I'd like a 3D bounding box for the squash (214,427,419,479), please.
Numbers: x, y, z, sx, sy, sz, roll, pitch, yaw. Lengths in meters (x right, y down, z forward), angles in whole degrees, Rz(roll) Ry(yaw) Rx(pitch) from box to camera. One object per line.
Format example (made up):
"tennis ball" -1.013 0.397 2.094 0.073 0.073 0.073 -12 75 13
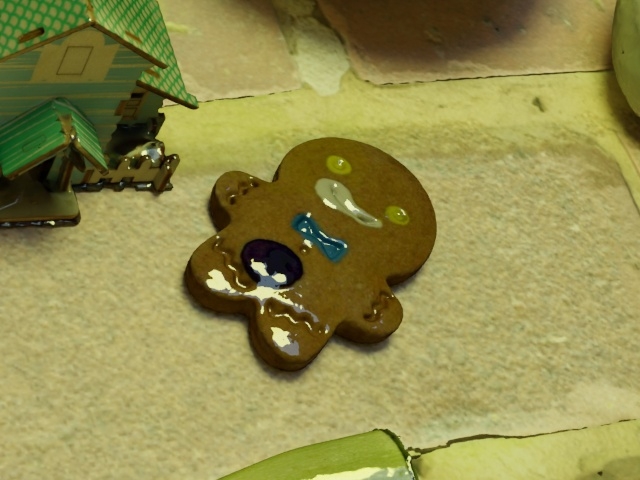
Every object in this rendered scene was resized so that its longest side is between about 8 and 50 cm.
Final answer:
"squash" -0.044 0.195 1.191 0.224 0.094 0.094 -13 62 -26

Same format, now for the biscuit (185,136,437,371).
"biscuit" 0.000 0.000 1.389 0.180 0.039 0.236 39 46 7

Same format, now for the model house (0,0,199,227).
"model house" -0.198 -0.132 1.274 0.271 0.206 0.178 0 55 -27

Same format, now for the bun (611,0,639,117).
"bun" 0.394 -0.182 1.619 0.273 0.168 0.273 -3 58 5
